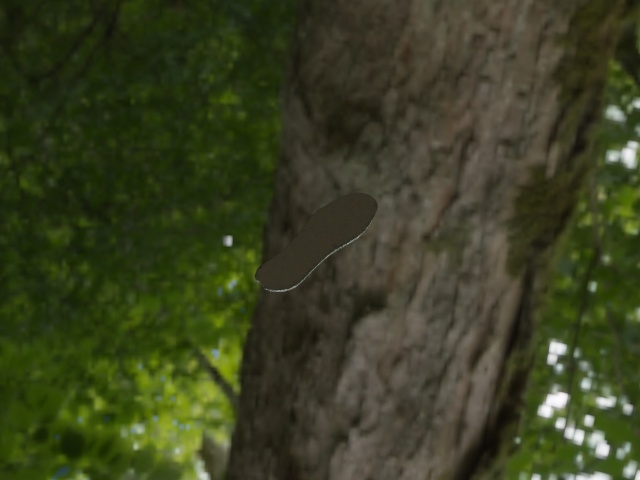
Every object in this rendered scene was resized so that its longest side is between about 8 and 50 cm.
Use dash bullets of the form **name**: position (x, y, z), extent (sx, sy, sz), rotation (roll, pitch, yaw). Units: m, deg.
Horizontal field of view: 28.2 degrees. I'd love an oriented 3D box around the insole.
- **insole**: position (0.000, 0.000, 1.366), extent (0.065, 0.004, 0.197), rotation (19, -138, 28)
